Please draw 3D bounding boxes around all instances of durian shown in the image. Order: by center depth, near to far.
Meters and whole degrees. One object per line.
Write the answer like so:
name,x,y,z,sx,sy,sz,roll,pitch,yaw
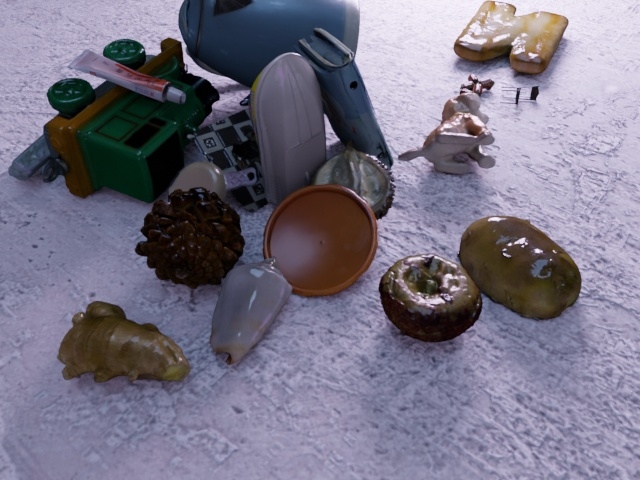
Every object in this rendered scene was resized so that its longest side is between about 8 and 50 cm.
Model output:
durian,0.063,-0.092,0.962,0.148,0.091,0.189,-14,67,18

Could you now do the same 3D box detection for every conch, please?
conch,-0.106,0.098,0.812,0.104,0.094,0.176,19,75,1

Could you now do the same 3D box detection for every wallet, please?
wallet,0.049,-0.253,1.013,0.075,0.250,0.176,-34,46,-2

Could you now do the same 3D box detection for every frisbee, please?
frisbee,0.000,0.000,0.888,0.192,0.035,0.192,-5,70,14

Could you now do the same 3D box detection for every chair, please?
chair,0.445,-0.324,1.222,0.086,0.037,0.042,3,34,10

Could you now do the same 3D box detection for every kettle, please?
kettle,-0.128,-0.417,1.166,0.342,0.319,0.247,5,77,-16

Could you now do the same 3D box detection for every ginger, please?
ginger,-0.282,0.147,0.751,0.205,0.081,0.115,19,17,29

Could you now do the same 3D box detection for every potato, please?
potato,0.312,0.026,0.858,0.164,0.081,0.200,-26,48,-21

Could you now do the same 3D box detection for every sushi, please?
sushi,-0.120,-0.164,1.064,0.210,0.040,0.193,-35,83,-29

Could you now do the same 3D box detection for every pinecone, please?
pinecone,-0.195,-0.009,0.854,0.173,0.174,0.174,-1,46,1

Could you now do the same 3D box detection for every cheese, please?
cheese,-0.192,-0.101,0.970,0.171,0.047,0.092,-31,78,9

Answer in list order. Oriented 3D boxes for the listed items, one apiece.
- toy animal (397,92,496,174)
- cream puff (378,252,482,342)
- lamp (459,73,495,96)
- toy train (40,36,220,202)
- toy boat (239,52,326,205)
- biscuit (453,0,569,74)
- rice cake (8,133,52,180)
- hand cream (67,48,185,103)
toy animal,0.246,-0.222,1.089,0.183,0.104,0.185,-1,50,10
cream puff,0.157,0.086,0.798,0.149,0.084,0.149,2,43,-1
lamp,0.352,-0.348,1.255,0.063,0.031,0.083,27,55,27
toy train,-0.348,-0.234,1.062,0.249,0.178,0.429,22,51,13
toy boat,-0.062,-0.193,0.948,0.140,0.269,0.141,-9,35,6
biscuit,0.487,-0.519,1.394,0.236,0.062,0.291,20,49,18
rice cake,-0.531,-0.200,1.096,0.040,0.085,0.226,43,47,-20
hand cream,-0.343,-0.295,0.991,0.216,0.038,0.052,22,24,3
